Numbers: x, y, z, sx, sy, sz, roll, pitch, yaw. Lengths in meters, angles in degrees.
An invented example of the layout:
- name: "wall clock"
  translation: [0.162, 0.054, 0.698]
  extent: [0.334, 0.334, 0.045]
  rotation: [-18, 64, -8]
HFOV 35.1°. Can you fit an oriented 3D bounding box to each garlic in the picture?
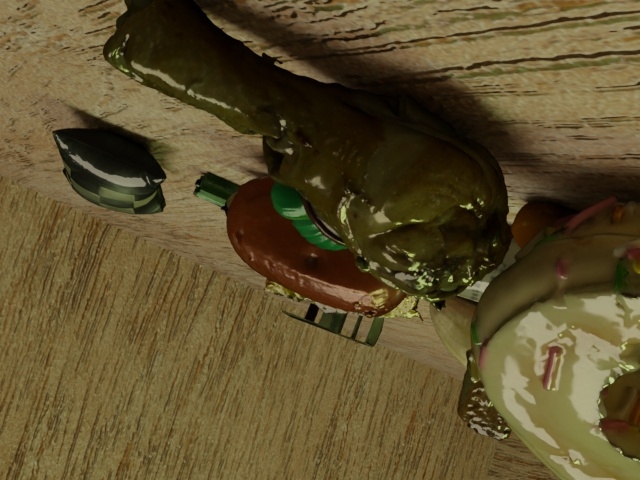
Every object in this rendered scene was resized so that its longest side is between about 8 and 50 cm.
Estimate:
- name: "garlic"
  translation: [0.296, 0.152, 1.722]
  extent: [0.244, 0.145, 0.164]
  rotation: [20, 139, 20]

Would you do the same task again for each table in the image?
- name: "table"
  translation: [0.039, 0.098, 1.859]
  extent: [0.175, 0.146, 0.062]
  rotation: [18, 171, 23]

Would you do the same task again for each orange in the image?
- name: "orange"
  translation: [0.238, -0.003, 1.037]
  extent: [0.086, 0.062, 0.086]
  rotation: [20, 169, 4]

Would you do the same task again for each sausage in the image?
- name: "sausage"
  translation: [0.000, 0.000, 1.328]
  extent: [0.268, 0.153, 0.141]
  rotation: [22, -174, 11]

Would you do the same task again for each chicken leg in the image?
- name: "chicken leg"
  translation: [-0.009, -0.089, 0.871]
  extent: [0.429, 0.153, 0.201]
  rotation: [31, 177, -12]

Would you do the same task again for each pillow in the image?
- name: "pillow"
  translation: [-0.332, -0.111, 1.620]
  extent: [0.186, 0.106, 0.250]
  rotation: [22, 167, -6]

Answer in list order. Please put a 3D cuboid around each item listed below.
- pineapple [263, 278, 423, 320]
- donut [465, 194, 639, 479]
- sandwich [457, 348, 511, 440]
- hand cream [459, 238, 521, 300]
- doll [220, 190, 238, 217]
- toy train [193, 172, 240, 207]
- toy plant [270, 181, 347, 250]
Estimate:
- name: "pineapple"
  translation: [0.044, 0.012, 1.564]
  extent: [0.249, 0.140, 0.164]
  rotation: [6, 128, 7]
- name: "donut"
  translation: [0.305, 0.128, 0.955]
  extent: [0.307, 0.150, 0.371]
  rotation: [-15, 120, 46]
- name: "sandwich"
  translation: [0.296, 0.111, 1.431]
  extent: [0.099, 0.288, 0.254]
  rotation: [27, -144, 7]
- name: "hand cream"
  translation: [0.265, 0.048, 1.205]
  extent: [0.314, 0.089, 0.140]
  rotation: [21, 145, 10]
- name: "doll"
  translation: [-0.056, -0.041, 1.459]
  extent: [0.179, 0.089, 0.102]
  rotation: [4, -153, 7]
- name: "toy train"
  translation: [-0.158, -0.077, 1.633]
  extent: [0.093, 0.038, 0.056]
  rotation: [23, 169, -11]
- name: "toy plant"
  translation: [0.015, -0.041, 1.154]
  extent: [0.142, 0.105, 0.200]
  rotation: [15, 158, -37]
